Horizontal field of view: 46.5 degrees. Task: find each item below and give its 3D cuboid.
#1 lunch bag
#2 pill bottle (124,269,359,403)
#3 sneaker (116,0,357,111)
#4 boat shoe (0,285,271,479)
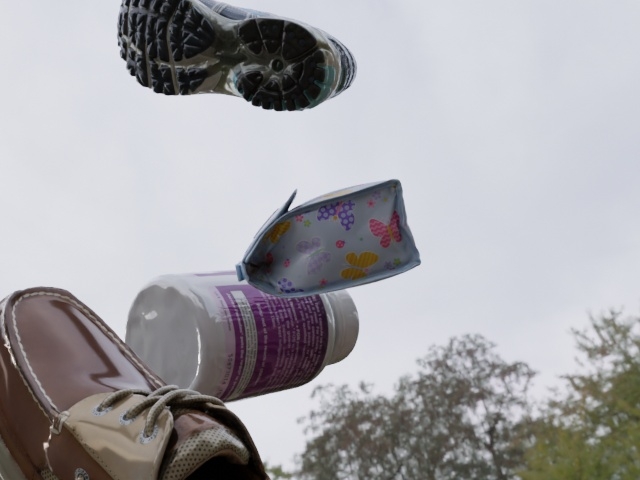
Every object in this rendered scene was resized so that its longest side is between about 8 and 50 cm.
[{"bbox_3d":[0.000,0.000,0.365,0.083,0.071,0.053,-16,-89,-1],"label":"lunch bag"},{"bbox_3d":[-0.088,0.121,0.978,0.301,0.169,0.169,0,-40,-49],"label":"pill bottle"},{"bbox_3d":[-0.091,-0.196,0.784,0.122,0.282,0.110,-20,-51,-58],"label":"sneaker"},{"bbox_3d":[-0.087,0.135,0.429,0.123,0.324,0.116,-10,-40,-55],"label":"boat shoe"}]
